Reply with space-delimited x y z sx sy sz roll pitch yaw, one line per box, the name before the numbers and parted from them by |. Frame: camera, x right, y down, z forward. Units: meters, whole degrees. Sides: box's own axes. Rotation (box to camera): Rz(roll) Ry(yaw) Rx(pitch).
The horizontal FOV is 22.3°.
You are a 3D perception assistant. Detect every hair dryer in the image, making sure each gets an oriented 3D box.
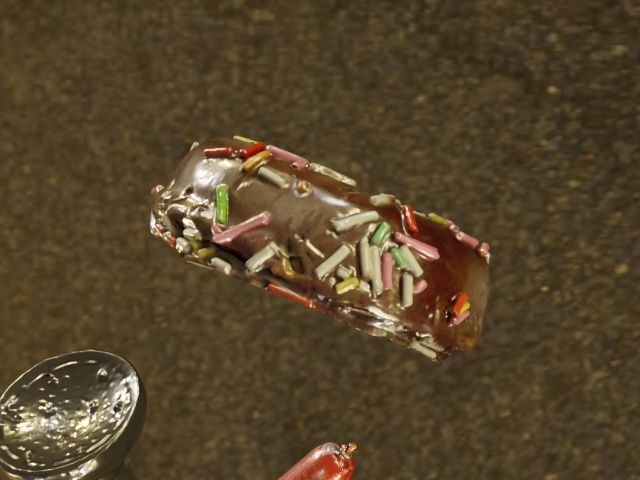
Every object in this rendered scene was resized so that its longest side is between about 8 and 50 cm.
hair dryer | -0.122 0.231 1.596 0.284 0.320 0.156 -24 39 10

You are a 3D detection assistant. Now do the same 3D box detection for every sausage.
sausage | -0.015 0.219 1.428 0.145 0.050 0.048 -44 33 30

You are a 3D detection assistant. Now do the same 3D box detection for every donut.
donut | 0.006 0.002 1.520 0.345 0.259 0.136 22 89 -4
